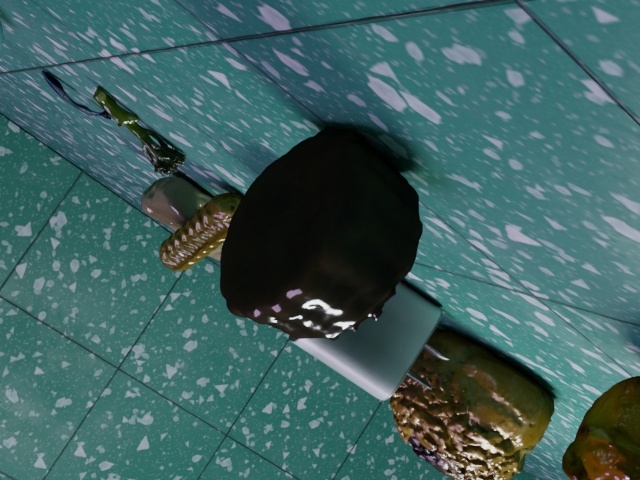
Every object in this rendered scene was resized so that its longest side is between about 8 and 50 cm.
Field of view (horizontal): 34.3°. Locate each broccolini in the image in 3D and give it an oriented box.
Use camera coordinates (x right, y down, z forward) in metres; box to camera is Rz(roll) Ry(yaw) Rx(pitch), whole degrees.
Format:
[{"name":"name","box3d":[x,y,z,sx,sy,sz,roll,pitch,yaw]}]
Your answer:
[{"name":"broccolini","box3d":[-0.327,-0.186,1.826,0.067,0.058,0.216,28,170,47]}]

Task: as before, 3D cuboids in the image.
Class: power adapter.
[{"name":"power adapter","box3d":[0.100,0.158,1.757,0.255,0.187,0.124,34,173,-9]}]

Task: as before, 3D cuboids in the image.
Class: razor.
[{"name":"razor","box3d":[-0.468,-0.270,1.968,0.154,0.028,0.044,34,172,-8]}]

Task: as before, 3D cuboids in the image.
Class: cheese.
[{"name":"cheese","box3d":[-0.249,-0.041,2.211,0.263,0.093,0.159,38,162,-23]}]

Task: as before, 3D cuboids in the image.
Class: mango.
[{"name":"mango","box3d":[0.466,0.283,1.198,0.350,0.201,0.199,25,-152,2]}]

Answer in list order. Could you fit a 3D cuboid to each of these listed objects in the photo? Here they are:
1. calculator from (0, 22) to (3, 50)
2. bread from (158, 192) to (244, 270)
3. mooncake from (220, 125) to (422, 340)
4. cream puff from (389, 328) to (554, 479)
[{"name":"calculator","box3d":[-0.639,-0.434,1.590,0.256,0.054,0.386,30,170,19]},{"name":"bread","box3d":[-0.232,-0.013,2.044,0.084,0.077,0.367,35,150,-13]},{"name":"mooncake","box3d":[0.000,0.000,1.102,0.124,0.228,0.228,32,174,-33]},{"name":"cream puff","box3d":[0.274,0.327,1.934,0.327,0.231,0.343,40,170,-21]}]
